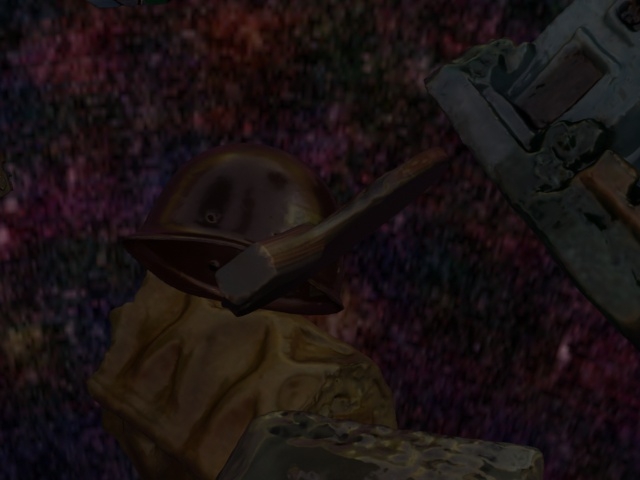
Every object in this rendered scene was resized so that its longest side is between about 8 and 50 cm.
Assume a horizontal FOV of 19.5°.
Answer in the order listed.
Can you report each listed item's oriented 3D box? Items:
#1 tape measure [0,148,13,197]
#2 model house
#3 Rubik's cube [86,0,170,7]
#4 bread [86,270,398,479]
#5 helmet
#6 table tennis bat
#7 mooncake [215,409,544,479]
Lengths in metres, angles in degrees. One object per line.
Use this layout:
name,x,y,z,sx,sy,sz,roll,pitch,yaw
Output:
tape measure,-0.396,-0.041,1.666,0.199,0.186,0.112,-12,100,17
model house,0.316,-0.099,1.479,0.329,0.251,0.295,-40,49,11
Rubik's cube,-0.125,-0.210,1.177,0.133,0.133,0.112,-24,19,-18
bread,-0.067,0.164,1.688,0.196,0.238,0.252,-36,36,-29
helmet,-0.056,-0.018,1.328,0.175,0.155,0.106,20,75,-37
table tennis bat,0.000,0.000,0.895,0.130,0.220,0.019,-38,86,18
mooncake,0.048,0.257,1.361,0.254,0.250,0.136,8,34,20
